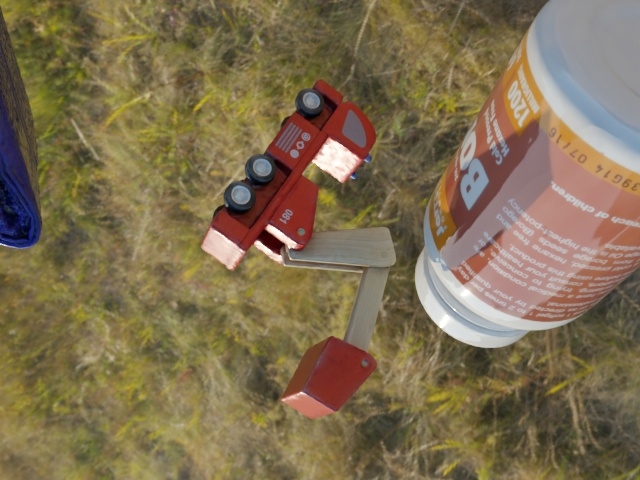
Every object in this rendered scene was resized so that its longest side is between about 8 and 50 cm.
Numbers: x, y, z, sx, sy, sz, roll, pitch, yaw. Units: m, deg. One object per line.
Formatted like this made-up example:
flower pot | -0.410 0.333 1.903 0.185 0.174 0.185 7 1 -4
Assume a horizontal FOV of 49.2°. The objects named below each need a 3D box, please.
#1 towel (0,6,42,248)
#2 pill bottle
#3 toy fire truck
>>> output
towel | -0.358 -0.151 0.730 0.308 0.076 0.228 -127 28 -55
pill bottle | 0.131 -0.024 0.398 0.121 0.121 0.216 37 146 10
toy fire truck | 0.000 0.000 0.455 0.135 0.192 0.047 36 154 -5
